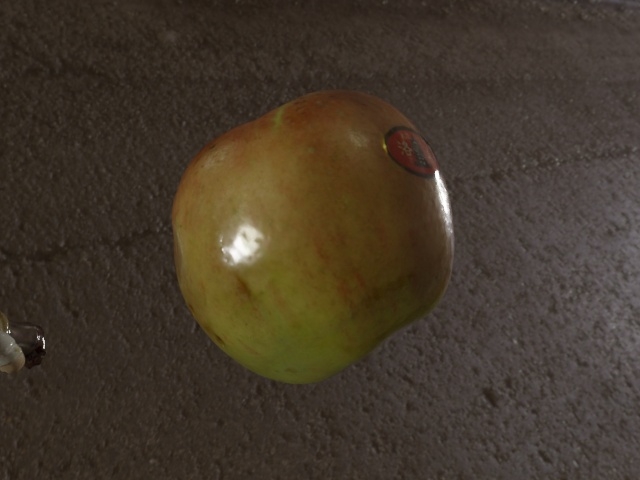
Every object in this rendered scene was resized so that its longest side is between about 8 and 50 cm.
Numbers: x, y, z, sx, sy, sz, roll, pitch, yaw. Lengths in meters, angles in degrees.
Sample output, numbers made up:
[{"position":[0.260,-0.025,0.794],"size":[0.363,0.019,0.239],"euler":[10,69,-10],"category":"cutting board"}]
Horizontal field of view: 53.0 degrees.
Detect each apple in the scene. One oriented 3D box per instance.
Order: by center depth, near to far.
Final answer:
[{"position":[0.000,0.000,0.770],"size":[0.338,0.338,0.305],"euler":[-18,81,-41],"category":"apple"}]

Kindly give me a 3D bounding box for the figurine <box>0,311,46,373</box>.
[{"position":[-0.563,0.142,0.874],"size":[0.218,0.365,0.206],"euler":[10,65,26],"category":"figurine"}]
